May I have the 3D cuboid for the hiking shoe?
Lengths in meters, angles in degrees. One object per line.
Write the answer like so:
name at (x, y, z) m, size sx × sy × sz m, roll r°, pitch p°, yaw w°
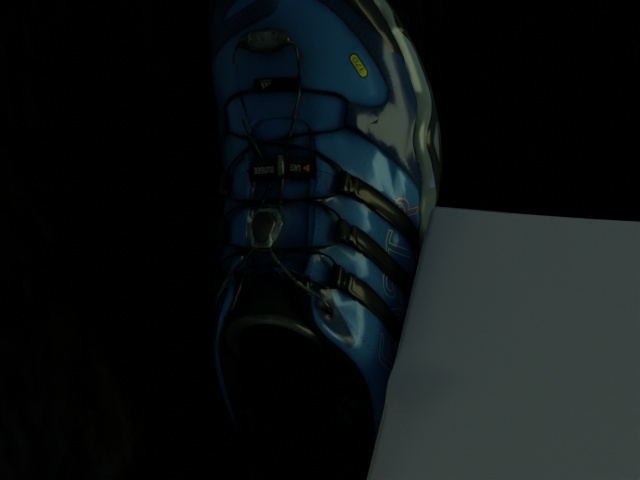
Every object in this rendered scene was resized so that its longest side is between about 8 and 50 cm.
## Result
hiking shoe at (0.000, 0.000, 0.791) m, size 0.132 × 0.113 × 0.304 m, roll -36°, pitch 117°, yaw -69°

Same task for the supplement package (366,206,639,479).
supplement package at (0.155, 0.139, 0.820) m, size 0.262 × 0.198 × 0.199 m, roll 63°, pitch 37°, yaw -55°
